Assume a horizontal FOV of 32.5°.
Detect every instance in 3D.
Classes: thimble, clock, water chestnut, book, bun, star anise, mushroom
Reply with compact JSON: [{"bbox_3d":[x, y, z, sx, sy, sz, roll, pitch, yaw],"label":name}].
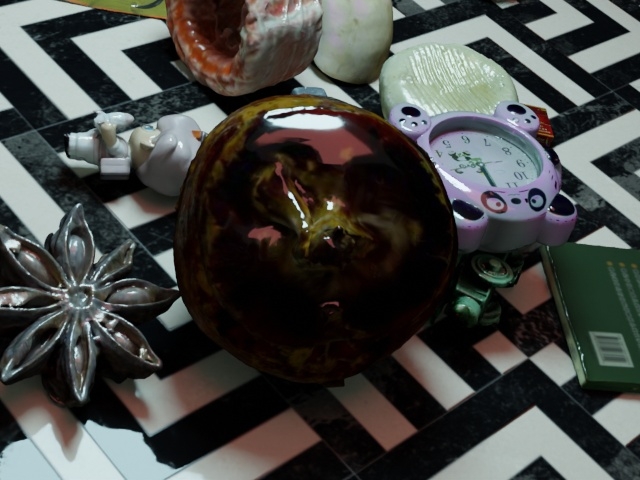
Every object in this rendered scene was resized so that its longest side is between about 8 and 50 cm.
[{"bbox_3d":[-0.118,-0.344,1.673,0.162,0.239,0.239,-21,56,-39],"label":"thimble"},{"bbox_3d":[0.215,-0.086,1.470,0.228,0.090,0.247,-4,44,-18],"label":"clock"},{"bbox_3d":[0.000,0.000,1.254,0.351,0.302,0.350,0,88,-10],"label":"water chestnut"},{"bbox_3d":[0.509,0.115,1.563,0.371,0.043,0.260,6,46,-13],"label":"book"},{"bbox_3d":[0.196,-0.201,1.706,0.231,0.133,0.231,6,51,-7],"label":"bun"},{"bbox_3d":[-0.283,0.085,1.246,0.236,0.109,0.223,-20,70,-36],"label":"star anise"},{"bbox_3d":[0.051,-0.369,1.790,0.236,0.162,0.173,-22,64,-43],"label":"mushroom"}]

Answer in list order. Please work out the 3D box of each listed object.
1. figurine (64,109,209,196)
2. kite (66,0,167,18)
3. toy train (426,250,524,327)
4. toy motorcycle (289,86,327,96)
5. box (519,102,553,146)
[{"bbox_3d":[-0.228,-0.117,1.475,0.229,0.137,0.111,3,76,-12],"label":"figurine"},{"bbox_3d":[-0.279,-0.489,1.788,0.378,0.013,0.327,-35,98,-9],"label":"kite"},{"bbox_3d":[0.197,0.023,1.493,0.154,0.115,0.269,20,41,13],"label":"toy train"},{"bbox_3d":[0.009,-0.113,1.504,0.125,0.187,0.274,-3,44,-23],"label":"toy motorcycle"},{"bbox_3d":[0.358,-0.195,1.843,0.052,0.023,0.082,11,43,-11],"label":"box"}]
